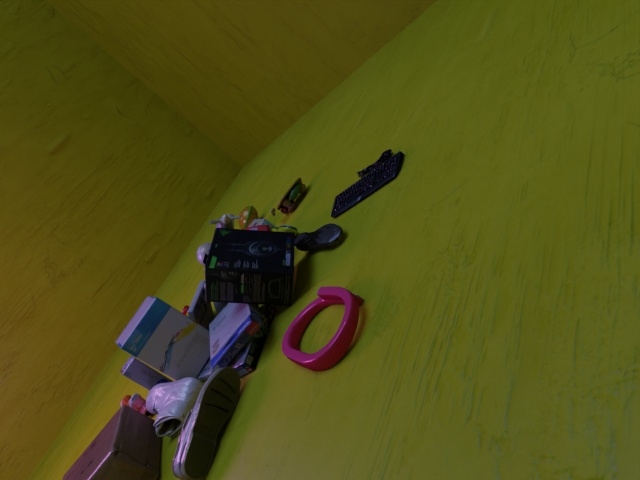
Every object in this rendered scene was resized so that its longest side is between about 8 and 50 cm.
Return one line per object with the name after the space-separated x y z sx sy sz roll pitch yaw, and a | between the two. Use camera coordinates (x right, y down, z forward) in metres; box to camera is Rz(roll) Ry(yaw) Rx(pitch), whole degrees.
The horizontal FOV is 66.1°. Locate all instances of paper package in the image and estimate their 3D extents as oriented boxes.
-0.657 0.730 1.528 0.325 0.168 0.309 -51 18 -2 | paper package

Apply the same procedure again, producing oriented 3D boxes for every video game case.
-0.390 0.409 1.743 0.227 0.026 0.206 -32 26 43 | video game case
-0.472 0.290 1.953 0.023 0.183 0.201 -3 30 5 | video game case

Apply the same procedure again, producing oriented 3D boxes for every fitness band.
0.000 0.210 1.203 0.209 0.054 0.291 -57 19 -18 | fitness band

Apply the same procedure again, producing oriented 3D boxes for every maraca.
-0.379 -0.094 2.547 0.127 0.099 0.186 -75 5 -66 | maraca

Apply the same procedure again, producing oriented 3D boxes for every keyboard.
0.157 -0.209 1.664 0.317 0.033 0.202 -32 26 40 | keyboard

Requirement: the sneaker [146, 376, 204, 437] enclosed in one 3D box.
-0.511 0.558 1.602 0.292 0.108 0.169 -31 24 36 | sneaker

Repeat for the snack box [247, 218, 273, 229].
-0.359 0.039 2.302 0.322 0.060 0.187 -54 20 -12 | snack box

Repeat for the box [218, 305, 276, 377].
-0.230 0.319 1.523 0.159 0.044 0.233 -35 24 36 | box

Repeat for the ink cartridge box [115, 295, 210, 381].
-0.530 0.349 1.715 0.197 0.270 0.198 -59 20 -19 | ink cartridge box

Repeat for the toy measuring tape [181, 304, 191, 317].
-0.560 0.380 2.073 0.330 0.121 0.121 -66 20 -3 | toy measuring tape

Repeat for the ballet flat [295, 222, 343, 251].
0.000 0.000 1.604 0.250 0.058 0.084 -14 44 53 | ballet flat

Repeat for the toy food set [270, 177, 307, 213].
-0.128 -0.177 2.198 0.218 0.071 0.128 -53 -5 -13 | toy food set

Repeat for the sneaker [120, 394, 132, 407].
-0.810 0.712 2.087 0.067 0.064 0.175 -31 24 -5 | sneaker

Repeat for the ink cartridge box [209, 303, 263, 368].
-0.266 0.270 1.529 0.186 0.065 0.311 -49 17 2 | ink cartridge box

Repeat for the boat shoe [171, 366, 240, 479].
-0.313 0.477 1.312 0.103 0.113 0.302 -25 32 40 | boat shoe

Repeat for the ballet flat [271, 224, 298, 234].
-0.146 -0.016 1.938 0.231 0.077 0.077 2 76 70 | ballet flat

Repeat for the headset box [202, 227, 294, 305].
-0.226 0.077 1.559 0.246 0.283 0.131 -93 8 -59 | headset box

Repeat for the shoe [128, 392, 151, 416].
-0.683 0.652 1.890 0.063 0.081 0.178 -49 -14 -36 | shoe

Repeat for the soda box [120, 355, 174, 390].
-0.597 0.496 1.746 0.074 0.216 0.069 -14 40 60 | soda box

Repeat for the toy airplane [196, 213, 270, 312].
-0.349 0.090 1.857 0.386 0.272 0.384 20 89 57 | toy airplane
